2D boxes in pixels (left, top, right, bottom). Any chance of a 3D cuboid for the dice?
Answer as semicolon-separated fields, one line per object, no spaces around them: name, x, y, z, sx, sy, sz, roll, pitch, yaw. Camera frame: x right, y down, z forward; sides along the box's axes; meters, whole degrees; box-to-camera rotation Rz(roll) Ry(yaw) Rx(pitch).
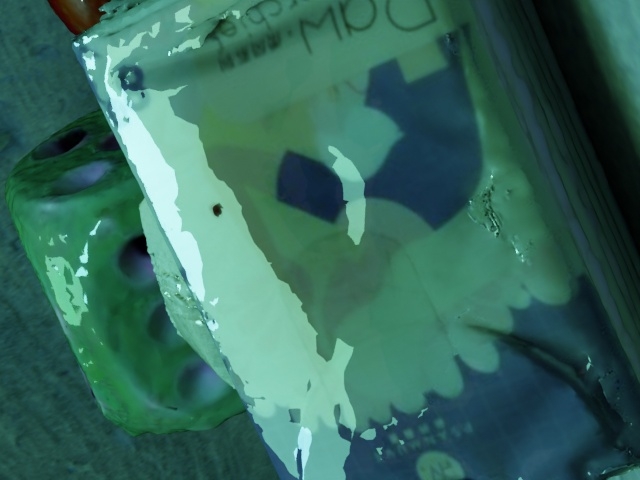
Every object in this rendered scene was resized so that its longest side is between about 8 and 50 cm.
dice;-0.167;0.016;2.137;0.322;0.318;0.330;68;171;-26

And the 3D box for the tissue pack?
tissue pack;0.035;-0.015;1.030;0.125;0.242;0.343;-34;-78;-58

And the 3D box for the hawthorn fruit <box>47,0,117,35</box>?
hawthorn fruit;-0.089;-0.196;1.188;0.210;0.230;0.266;37;135;51

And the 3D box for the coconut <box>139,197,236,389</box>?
coconut;0.000;0.000;1.272;0.245;0.245;0.247;67;166;-18
